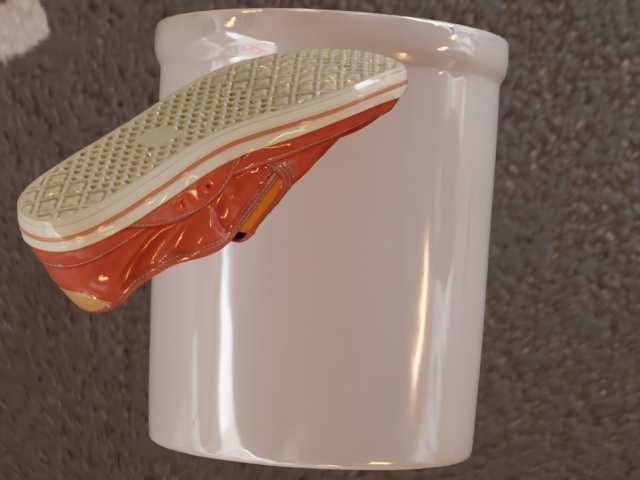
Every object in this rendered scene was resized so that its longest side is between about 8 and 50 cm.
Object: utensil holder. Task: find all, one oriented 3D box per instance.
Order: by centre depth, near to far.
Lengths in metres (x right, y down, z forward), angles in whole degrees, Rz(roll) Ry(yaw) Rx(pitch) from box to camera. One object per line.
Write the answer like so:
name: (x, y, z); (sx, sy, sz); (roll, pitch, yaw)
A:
utensil holder: (0.000, 0.000, 1.455); (0.328, 0.327, 0.385); (3, 91, -6)

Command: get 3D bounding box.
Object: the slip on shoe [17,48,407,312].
slip on shoe: (-0.070, -0.055, 1.163); (0.331, 0.123, 0.101); (-32, 126, -28)
